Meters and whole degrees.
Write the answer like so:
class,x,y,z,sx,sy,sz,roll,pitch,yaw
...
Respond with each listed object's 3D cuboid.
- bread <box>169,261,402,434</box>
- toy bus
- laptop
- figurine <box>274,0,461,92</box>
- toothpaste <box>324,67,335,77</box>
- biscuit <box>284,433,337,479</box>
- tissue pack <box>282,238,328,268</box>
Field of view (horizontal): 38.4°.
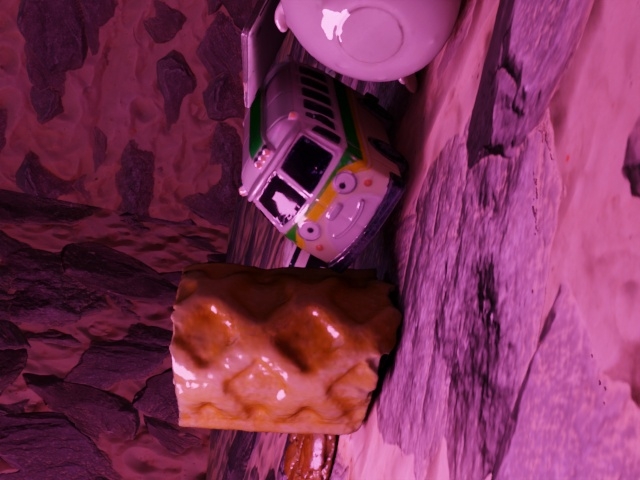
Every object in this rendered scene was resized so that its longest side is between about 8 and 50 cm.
class,x,y,z,sx,sy,sz,roll,pitch,yaw
bread,-0.052,0.124,1.095,0.238,0.252,0.196,105,167,-51
toy bus,-0.006,-0.111,1.155,0.143,0.179,0.305,-53,20,22
laptop,-0.037,-0.310,1.128,0.187,0.015,0.269,102,-169,-71
figurine,0.080,-0.324,1.104,0.394,0.227,0.274,-80,-21,-46
toothpaste,-0.010,-0.242,1.851,0.062,0.039,0.239,-100,24,-54
biscuit,-0.014,0.272,1.293,0.226,0.042,0.225,-170,90,-80
tissue pack,0.000,0.000,1.366,0.170,0.091,0.103,116,162,-52
